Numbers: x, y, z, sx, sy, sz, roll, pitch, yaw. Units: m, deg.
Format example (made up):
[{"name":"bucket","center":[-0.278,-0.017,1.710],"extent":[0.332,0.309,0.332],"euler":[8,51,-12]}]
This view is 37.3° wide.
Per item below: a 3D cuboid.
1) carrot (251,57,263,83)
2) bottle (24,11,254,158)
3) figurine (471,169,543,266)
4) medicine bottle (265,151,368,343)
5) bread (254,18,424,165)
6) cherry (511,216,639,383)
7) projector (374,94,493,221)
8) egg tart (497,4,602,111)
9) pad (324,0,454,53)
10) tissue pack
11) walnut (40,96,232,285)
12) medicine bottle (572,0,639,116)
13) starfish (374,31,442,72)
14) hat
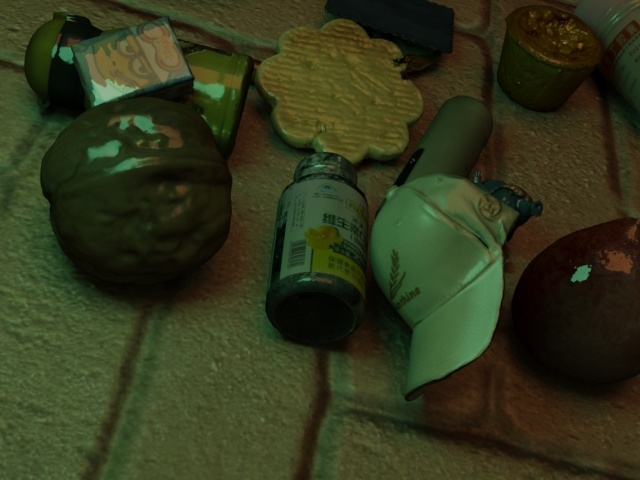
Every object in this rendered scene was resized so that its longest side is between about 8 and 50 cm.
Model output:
[{"name":"carrot","center":[-0.075,-0.296,1.716],"extent":[0.139,0.048,0.048],"euler":[12,46,-11]},{"name":"bottle","center":[-0.293,-0.255,1.513],"extent":[0.351,0.171,0.171],"euler":[14,46,-7]},{"name":"figurine","center":[0.283,-0.033,1.538],"extent":[0.114,0.178,0.144],"euler":[20,84,-12]},{"name":"medicine bottle","center":[0.000,0.000,1.404],"extent":[0.141,0.141,0.293],"euler":[12,46,-8]},{"name":"bread","center":[0.038,-0.257,1.675],"extent":[0.316,0.054,0.316],"euler":[7,63,-13]},{"name":"cherry","center":[0.410,0.094,1.399],"extent":[0.239,0.239,0.206],"euler":[24,54,3]},{"name":"projector","center":[0.199,-0.118,1.605],"extent":[0.108,0.108,0.337],"euler":[27,46,6]},{"name":"egg tart","center":[0.435,-0.354,1.873],"extent":[0.203,0.147,0.202],"euler":[11,47,-12]},{"name":"pad","center":[0.148,-0.469,1.935],"extent":[0.270,0.012,0.269],"euler":[20,33,-1]},{"name":"tissue pack","center":[-0.276,-0.251,1.396],"extent":[0.155,0.065,0.115],"euler":[-19,76,-16]},{"name":"walnut","center":[-0.248,-0.071,1.323],"extent":[0.273,0.227,0.273],"euler":[6,49,-7]},{"name":"medicine bottle","center":[0.679,-0.387,1.948],"extent":[0.202,0.202,0.315],"euler":[-10,53,-27]},{"name":"starfish","center":[0.129,-0.360,1.846],"extent":[0.138,0.050,0.247],"euler":[40,42,19]},{"name":"hat","center":[0.136,0.071,1.323],"extent":[0.168,0.258,0.301],"euler":[19,58,-9]}]
